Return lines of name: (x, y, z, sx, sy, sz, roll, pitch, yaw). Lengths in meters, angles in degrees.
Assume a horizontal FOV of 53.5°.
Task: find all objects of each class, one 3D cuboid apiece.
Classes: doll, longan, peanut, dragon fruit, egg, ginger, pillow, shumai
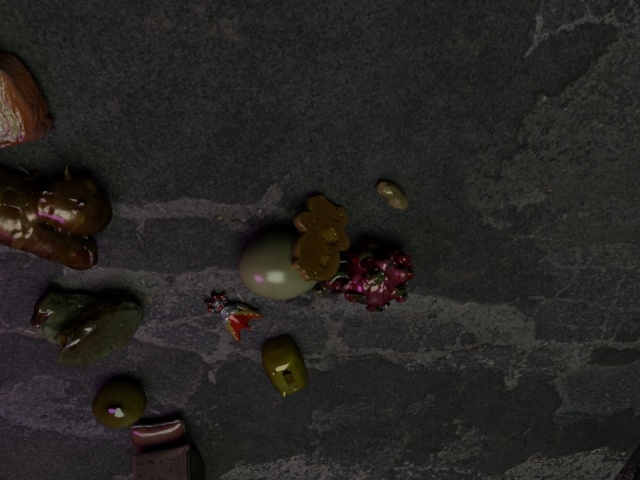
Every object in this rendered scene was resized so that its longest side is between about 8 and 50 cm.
doll: (-0.266, 0.214, 1.879, 0.169, 0.057, 0.109, 42, 91, -18)
longan: (-0.618, 0.506, 1.962, 0.155, 0.145, 0.176, 26, 161, -3)
peanut: (0.198, -0.124, 1.742, 0.054, 0.054, 0.113, -42, 121, 17)
dragon fruit: (0.129, 0.094, 1.808, 0.273, 0.198, 0.218, 18, 164, -23)
egg: (-0.105, 0.069, 1.725, 0.242, 0.186, 0.186, 0, 126, -27)
ginger: (-0.688, -0.089, 1.492, 0.418, 0.176, 0.254, 23, 110, -28)
pillow: (-0.533, 0.658, 2.122, 0.179, 0.075, 0.171, -8, 127, -6)
shumai: (-0.642, 0.208, 1.758, 0.272, 0.203, 0.222, -5, 138, -54)

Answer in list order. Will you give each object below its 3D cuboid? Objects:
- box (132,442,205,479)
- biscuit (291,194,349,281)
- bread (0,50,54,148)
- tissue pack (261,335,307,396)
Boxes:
box: (-0.495, 0.834, 2.113, 0.190, 0.225, 0.297, -10, 149, -4)
biscuit: (-0.002, 0.001, 1.687, 0.184, 0.248, 0.035, 28, 150, -31)
bread: (-0.711, -0.309, 1.358, 0.190, 0.123, 0.244, -14, 126, -1)
tissue pack: (-0.111, 0.400, 2.002, 0.123, 0.127, 0.178, -20, 128, -1)
